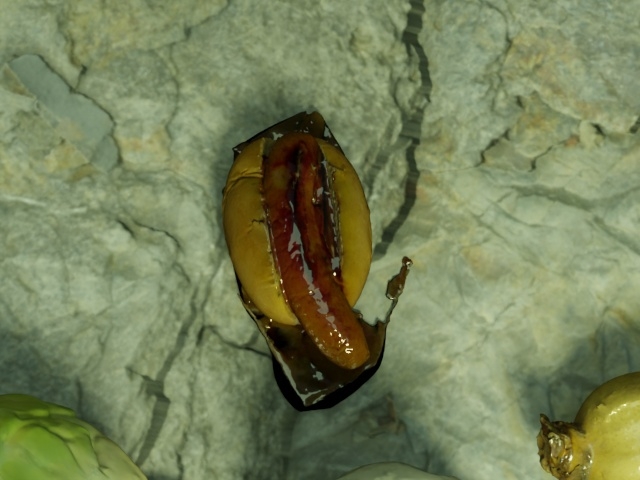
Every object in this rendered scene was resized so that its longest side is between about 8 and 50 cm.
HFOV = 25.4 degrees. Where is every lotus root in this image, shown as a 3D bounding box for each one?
[{"bbox_3d":[0.366,0.204,1.437,0.303,0.131,0.146,-3,71,-4],"label":"lotus root"}]

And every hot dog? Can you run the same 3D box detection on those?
[{"bbox_3d":[-0.006,0.000,1.521,0.194,0.107,0.326,-23,72,-9],"label":"hot dog"}]

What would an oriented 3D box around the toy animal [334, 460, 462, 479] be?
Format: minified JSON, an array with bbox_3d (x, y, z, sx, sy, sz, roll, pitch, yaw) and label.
[{"bbox_3d":[0.052,0.294,1.331,0.271,0.265,0.206,0,68,1],"label":"toy animal"}]

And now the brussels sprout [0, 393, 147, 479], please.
[{"bbox_3d":[-0.332,0.295,1.339,0.344,0.268,0.344,5,77,-21],"label":"brussels sprout"}]
